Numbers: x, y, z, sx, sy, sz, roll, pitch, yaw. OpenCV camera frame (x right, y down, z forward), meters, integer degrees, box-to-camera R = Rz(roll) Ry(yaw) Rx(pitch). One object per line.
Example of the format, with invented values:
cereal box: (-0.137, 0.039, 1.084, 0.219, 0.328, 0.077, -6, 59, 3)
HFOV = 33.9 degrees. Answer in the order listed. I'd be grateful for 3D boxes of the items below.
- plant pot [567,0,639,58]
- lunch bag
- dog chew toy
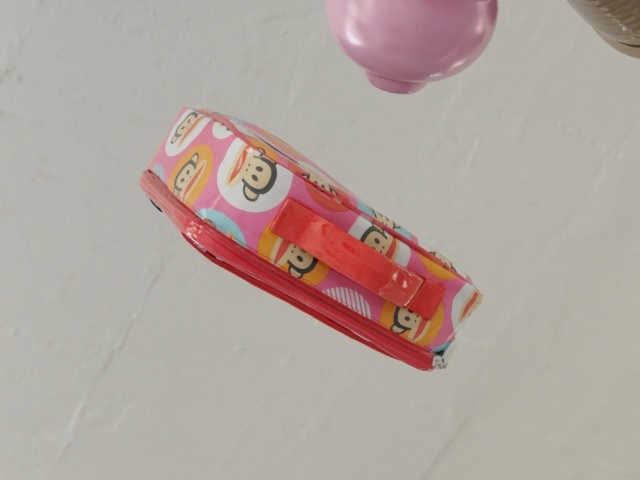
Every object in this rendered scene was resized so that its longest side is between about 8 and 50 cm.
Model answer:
plant pot: (0.258, -0.267, 0.870, 0.110, 0.237, 0.237, -6, -45, -25)
lunch bag: (0.000, 0.000, 0.922, 0.293, 0.258, 0.120, 31, -88, -28)
dog chew toy: (0.086, -0.264, 0.740, 0.207, 0.206, 0.331, 4, -61, -14)
